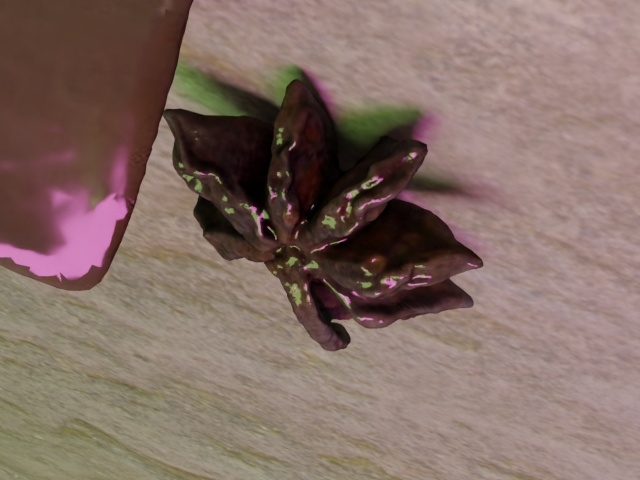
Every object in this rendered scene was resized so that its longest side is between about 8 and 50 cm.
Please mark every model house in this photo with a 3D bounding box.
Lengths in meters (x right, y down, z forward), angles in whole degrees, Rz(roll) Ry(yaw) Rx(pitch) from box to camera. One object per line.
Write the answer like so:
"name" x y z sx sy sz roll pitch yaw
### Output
"model house" -0.147 -0.131 0.631 0.199 0.219 0.229 25 -162 -17

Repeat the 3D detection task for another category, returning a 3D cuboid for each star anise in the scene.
"star anise" 0.000 0.001 0.847 0.209 0.089 0.231 8 138 43
